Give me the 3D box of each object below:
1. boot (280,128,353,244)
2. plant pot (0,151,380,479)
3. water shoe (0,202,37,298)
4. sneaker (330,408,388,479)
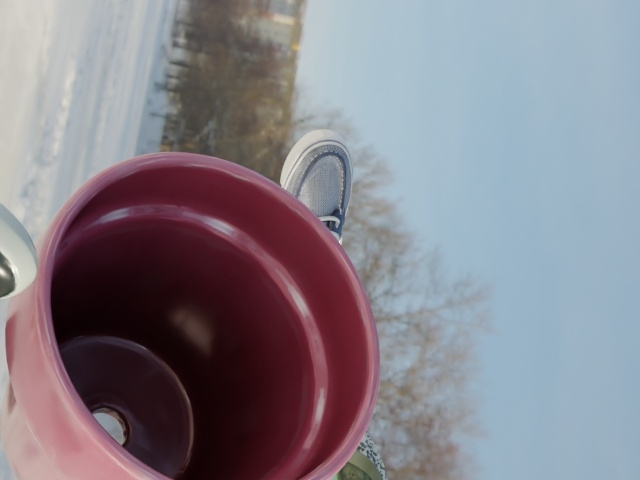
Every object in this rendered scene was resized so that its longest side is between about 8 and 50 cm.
[{"bbox_3d":[0.000,0.000,0.966,0.086,0.069,0.190,-116,-152,-48],"label":"boot"},{"bbox_3d":[-0.095,0.079,0.617,0.180,0.201,0.201,-41,-144,47],"label":"plant pot"},{"bbox_3d":[-0.221,-0.003,0.438,0.073,0.203,0.080,-49,-156,48],"label":"water shoe"},{"bbox_3d":[0.052,0.338,1.184,0.158,0.182,0.410,-44,-126,49],"label":"sneaker"}]
